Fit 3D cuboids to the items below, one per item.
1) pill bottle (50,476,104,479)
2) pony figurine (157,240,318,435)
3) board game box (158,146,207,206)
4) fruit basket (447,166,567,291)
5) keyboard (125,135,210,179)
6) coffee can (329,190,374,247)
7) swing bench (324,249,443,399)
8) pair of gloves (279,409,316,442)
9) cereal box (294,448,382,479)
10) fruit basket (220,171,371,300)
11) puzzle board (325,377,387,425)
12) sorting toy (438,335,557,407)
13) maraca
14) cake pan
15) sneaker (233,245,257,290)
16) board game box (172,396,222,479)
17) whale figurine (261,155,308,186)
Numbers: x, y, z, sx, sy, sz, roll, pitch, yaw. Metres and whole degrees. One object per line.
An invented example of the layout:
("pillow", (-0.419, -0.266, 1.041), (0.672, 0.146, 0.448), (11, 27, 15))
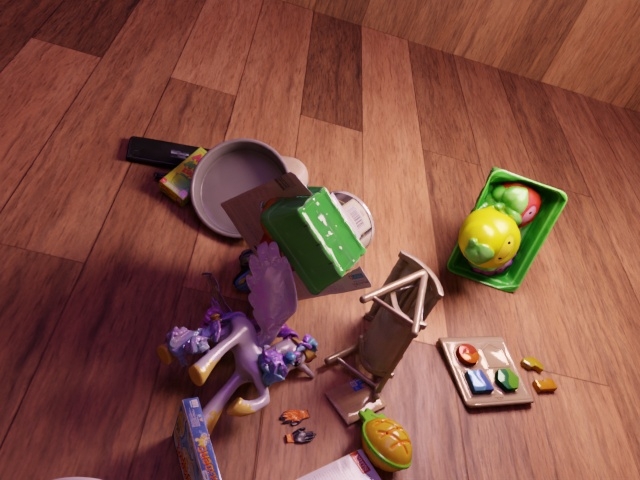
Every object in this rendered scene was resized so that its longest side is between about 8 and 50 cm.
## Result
("pill bottle", (-0.397, 0.576, 0.993), (0.204, 0.204, 0.361), (10, 41, -14))
("pony figurine", (-0.179, 0.221, 1.475), (0.363, 0.302, 0.351), (-27, 91, -46))
("board game box", (-0.384, -0.191, 1.929), (0.092, 0.043, 0.181), (38, 57, 6))
("fruit basket", (0.541, -0.019, 1.945), (0.282, 0.392, 0.392), (19, 40, -4))
("keyboard", (-0.440, -0.236, 2.011), (0.316, 0.033, 0.202), (8, 41, -15))
("coffee can", (0.000, 0.000, 1.798), (0.201, 0.202, 0.275), (35, 37, 15))
("swing bench", (0.173, 0.205, 1.612), (0.165, 0.253, 0.254), (34, 39, 13))
("pair of gloves", (-0.051, 0.421, 1.470), (0.074, 0.010, 0.083), (0, 46, -25))
("cereal box", (0.034, 0.552, 1.334), (0.240, 0.047, 0.173), (-12, 51, -34))
("fruit basket", (-0.064, 0.000, 1.579), (0.165, 0.353, 0.327), (-41, 105, -29))
("puzzle board", (0.086, 0.386, 1.570), (0.128, 0.011, 0.096), (-15, 51, -37))
("sorting toy", (0.493, 0.347, 1.772), (0.307, 0.041, 0.229), (2, 44, -22))
("maraca", (0.144, 0.447, 1.466), (0.127, 0.099, 0.186), (29, 16, -21))
("cake pan", (-0.226, -0.147, 1.868), (0.292, 0.054, 0.294), (0, 80, 3))
("sneaker", (-0.192, 0.071, 1.766), (0.078, 0.067, 0.188), (9, 39, 16))
("board game box", (-0.244, 0.432, 1.274), (0.035, 0.136, 0.201), (-3, 45, -28))
("whale figurine", (-0.166, -0.188, 2.015), (0.271, 0.141, 0.216), (22, 41, 25))
